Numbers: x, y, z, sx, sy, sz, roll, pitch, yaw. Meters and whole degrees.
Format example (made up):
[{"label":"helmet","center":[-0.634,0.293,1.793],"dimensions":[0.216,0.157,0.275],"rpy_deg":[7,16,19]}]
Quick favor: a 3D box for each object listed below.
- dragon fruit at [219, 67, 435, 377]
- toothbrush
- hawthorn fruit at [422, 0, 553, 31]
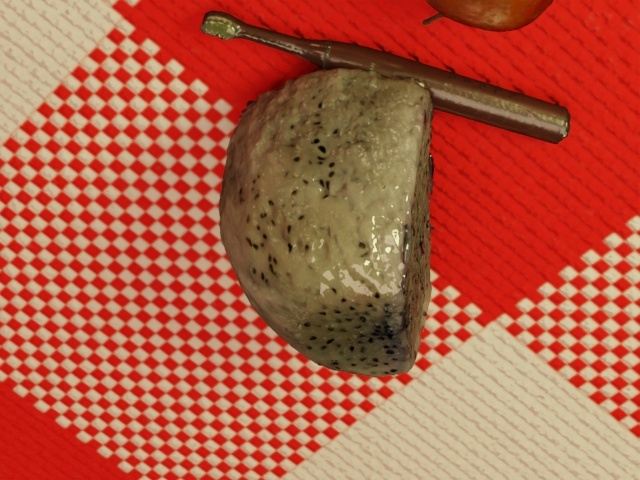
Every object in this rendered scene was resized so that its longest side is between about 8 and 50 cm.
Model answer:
[{"label":"dragon fruit","center":[0.000,0.000,1.655],"dimensions":[0.204,0.221,0.283],"rpy_deg":[4,138,9]},{"label":"toothbrush","center":[0.062,-0.159,1.649],"dimensions":[0.364,0.041,0.041],"rpy_deg":[17,128,0]},{"label":"hawthorn fruit","center":[0.145,-0.245,1.507],"dimensions":[0.163,0.162,0.203],"rpy_deg":[6,143,8]}]
